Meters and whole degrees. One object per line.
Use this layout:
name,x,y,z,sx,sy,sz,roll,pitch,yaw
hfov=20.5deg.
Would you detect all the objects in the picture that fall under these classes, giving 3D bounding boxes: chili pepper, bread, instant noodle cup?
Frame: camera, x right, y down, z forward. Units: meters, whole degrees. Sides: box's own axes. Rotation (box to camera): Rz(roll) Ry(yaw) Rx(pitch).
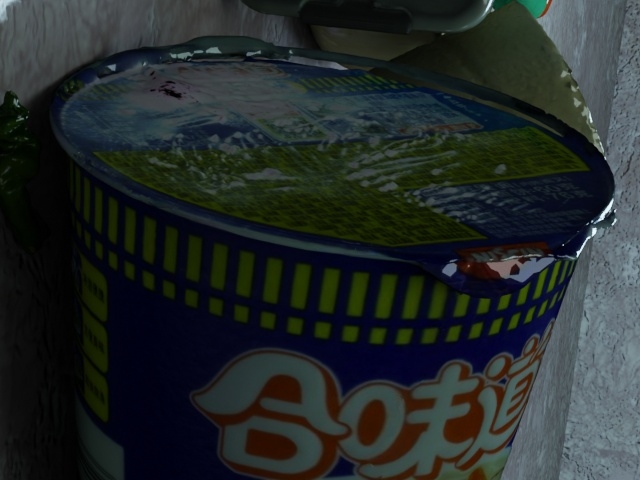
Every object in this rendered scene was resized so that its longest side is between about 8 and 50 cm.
chili pepper,-0.138,-0.029,0.807,0.027,0.022,0.083,-28,133,-30
bread,0.100,-0.064,1.173,0.148,0.141,0.134,64,0,-5
instant noodle cup,-0.013,0.089,0.899,0.284,0.284,0.312,-49,150,-63

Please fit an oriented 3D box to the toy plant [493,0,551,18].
toy plant,0.202,-0.325,1.591,0.400,0.185,0.280,-89,172,-76

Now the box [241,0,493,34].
box,0.037,-0.241,1.082,0.130,0.162,0.227,-41,137,-82

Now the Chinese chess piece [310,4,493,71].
Chinese chess piece,0.066,-0.242,1.274,0.257,0.104,0.257,7,90,-75
